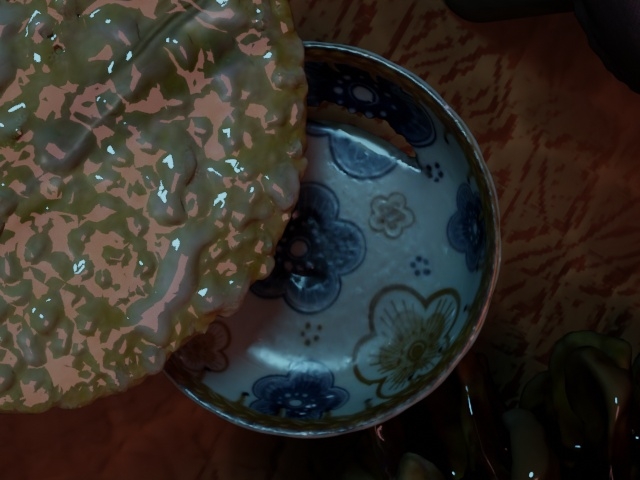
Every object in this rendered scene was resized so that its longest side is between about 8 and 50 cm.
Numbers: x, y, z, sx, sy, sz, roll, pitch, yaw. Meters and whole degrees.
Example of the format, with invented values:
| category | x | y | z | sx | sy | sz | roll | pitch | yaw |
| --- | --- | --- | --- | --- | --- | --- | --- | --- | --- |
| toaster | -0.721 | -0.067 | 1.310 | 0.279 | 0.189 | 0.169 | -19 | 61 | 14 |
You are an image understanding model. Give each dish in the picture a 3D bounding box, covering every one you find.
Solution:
| category | x | y | z | sx | sy | sz | roll | pitch | yaw |
| --- | --- | --- | --- | --- | --- | --- | --- | --- | --- |
| dish | 0.000 | 0.000 | 0.599 | 0.141 | 0.078 | 0.141 | 0 | 89 | 10 |

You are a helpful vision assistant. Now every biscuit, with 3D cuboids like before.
| category | x | y | z | sx | sy | sz | roll | pitch | yaw |
| --- | --- | --- | --- | --- | --- | --- | --- | --- | --- |
| biscuit | -0.102 | -0.048 | 0.519 | 0.220 | 0.033 | 0.219 | -1 | 92 | -21 |

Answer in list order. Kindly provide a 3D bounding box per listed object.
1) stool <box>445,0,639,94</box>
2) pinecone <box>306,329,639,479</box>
| category | x | y | z | sx | sy | sz | roll | pitch | yaw |
| --- | --- | --- | --- | --- | --- | --- | --- | --- | --- |
| stool | 0.155 | -0.174 | 0.549 | 0.272 | 0.178 | 0.272 | -10 | 112 | -25 |
| pinecone | 0.134 | 0.142 | 0.625 | 0.309 | 0.244 | 0.244 | 10 | 103 | -29 |
